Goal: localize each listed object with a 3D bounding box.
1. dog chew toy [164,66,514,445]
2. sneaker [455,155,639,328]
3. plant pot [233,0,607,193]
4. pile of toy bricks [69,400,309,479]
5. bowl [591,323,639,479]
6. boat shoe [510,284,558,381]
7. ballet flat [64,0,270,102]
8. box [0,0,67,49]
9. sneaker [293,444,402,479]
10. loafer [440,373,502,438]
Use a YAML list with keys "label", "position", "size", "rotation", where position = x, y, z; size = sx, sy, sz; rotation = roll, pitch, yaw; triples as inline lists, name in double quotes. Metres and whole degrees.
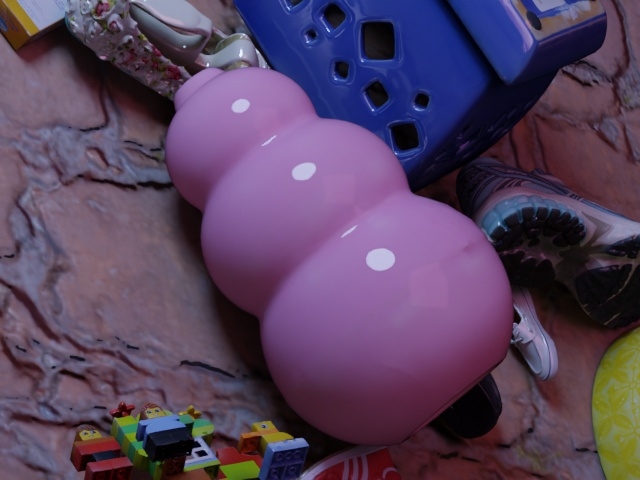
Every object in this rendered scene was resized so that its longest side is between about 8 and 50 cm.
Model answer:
- label: "dog chew toy"
  position: [0.000, 0.000, 1.511]
  size: [0.332, 0.206, 0.206]
  rotation: [50, 42, 8]
- label: "sneaker"
  position: [0.238, -0.012, 1.783]
  size: [0.283, 0.110, 0.122]
  rotation: [24, 26, -42]
- label: "plant pot"
  position: [0.104, -0.197, 1.682]
  size: [0.236, 0.212, 0.236]
  rotation: [57, 32, 5]
- label: "pile of toy bricks"
  position: [-0.115, 0.156, 1.385]
  size: [0.212, 0.118, 0.105]
  rotation: [-6, 36, -34]
- label: "bowl"
  position: [0.410, 0.178, 1.777]
  size: [0.289, 0.156, 0.289]
  rotation: [21, 52, -30]
- label: "boat shoe"
  position: [0.183, 0.084, 1.727]
  size: [0.035, 0.035, 0.100]
  rotation: [-3, 63, -35]
- label: "ballet flat"
  position: [-0.103, -0.153, 1.575]
  size: [0.241, 0.077, 0.091]
  rotation: [25, 53, -37]
- label: "box"
  position: [-0.227, -0.217, 1.564]
  size: [0.081, 0.028, 0.136]
  rotation: [53, 40, -1]
- label: "sneaker"
  position: [0.025, 0.201, 1.509]
  size: [0.118, 0.042, 0.067]
  rotation: [-18, 74, -48]
- label: "loafer"
  position: [0.100, 0.091, 1.641]
  size: [0.170, 0.062, 0.061]
  rotation: [60, 21, 2]
